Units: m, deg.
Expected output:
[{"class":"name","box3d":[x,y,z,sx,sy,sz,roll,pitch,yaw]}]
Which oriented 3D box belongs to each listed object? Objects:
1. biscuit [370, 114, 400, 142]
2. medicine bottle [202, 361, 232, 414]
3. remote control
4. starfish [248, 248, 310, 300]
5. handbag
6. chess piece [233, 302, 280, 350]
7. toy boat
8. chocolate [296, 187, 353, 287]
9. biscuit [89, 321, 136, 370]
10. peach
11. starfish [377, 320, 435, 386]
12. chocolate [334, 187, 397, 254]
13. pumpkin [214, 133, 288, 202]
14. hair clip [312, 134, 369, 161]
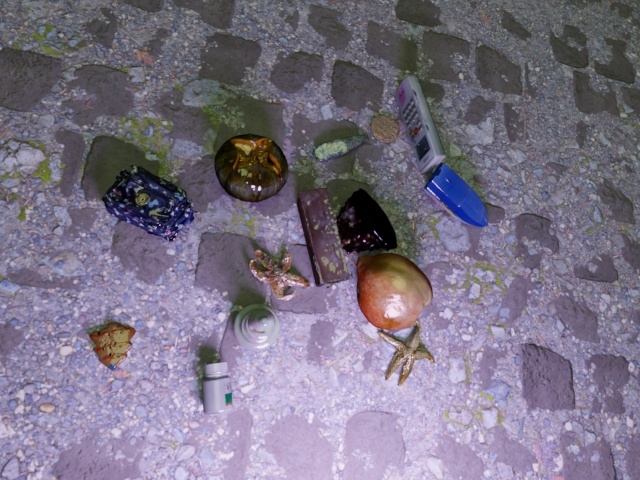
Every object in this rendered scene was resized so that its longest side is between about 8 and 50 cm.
[{"class":"biscuit","box3d":[0.243,-0.422,1.519,0.120,0.015,0.120,3,73,-11]},{"class":"medicine bottle","box3d":[-0.288,0.408,1.122,0.080,0.080,0.131,-2,75,-14]},{"class":"remote control","box3d":[0.361,-0.428,1.482,0.050,0.145,0.345,-13,77,-12]},{"class":"starfish","box3d":[-0.128,0.107,1.274,0.209,0.053,0.151,21,83,-11]},{"class":"handbag","box3d":[-0.510,-0.116,1.205,0.260,0.113,0.162,28,63,4]},{"class":"chess piece","box3d":[-0.167,0.231,1.100,0.138,0.272,0.139,3,75,-12]},{"class":"toy boat","box3d":[0.508,-0.145,1.472,0.295,0.088,0.129,39,74,-12]},{"class":"chocolate","box3d":[0.000,0.000,1.294,0.111,0.112,0.322,-11,76,-17]},{"class":"biscuit","box3d":[-0.576,0.294,1.120,0.119,0.019,0.130,-6,76,-15]},{"class":"peach","box3d":[0.209,0.144,1.246,0.256,0.232,0.232,37,69,9]},{"class":"starfish","box3d":[0.272,0.356,1.295,0.216,0.050,0.224,27,65,3]},{"class":"chocolate","box3d":[0.122,-0.034,1.336,0.176,0.206,0.224,-32,68,25]},{"class":"pumpkin","box3d":[-0.220,-0.227,1.280,0.237,0.159,0.238,12,50,-14]},{"class":"hair clip","box3d":[0.079,-0.339,1.447,0.228,0.036,0.066,-22,87,-18]}]
